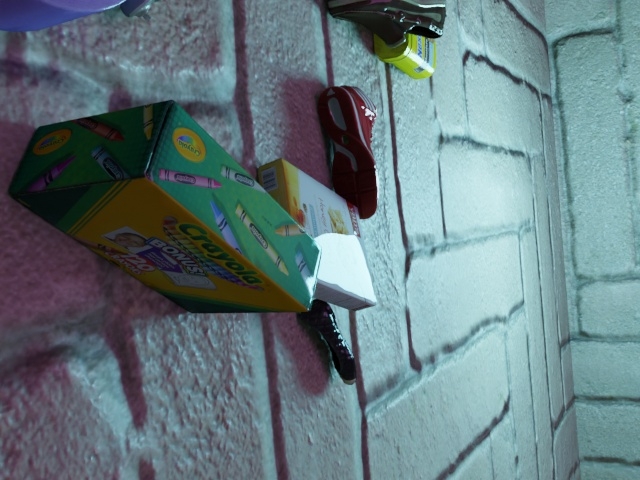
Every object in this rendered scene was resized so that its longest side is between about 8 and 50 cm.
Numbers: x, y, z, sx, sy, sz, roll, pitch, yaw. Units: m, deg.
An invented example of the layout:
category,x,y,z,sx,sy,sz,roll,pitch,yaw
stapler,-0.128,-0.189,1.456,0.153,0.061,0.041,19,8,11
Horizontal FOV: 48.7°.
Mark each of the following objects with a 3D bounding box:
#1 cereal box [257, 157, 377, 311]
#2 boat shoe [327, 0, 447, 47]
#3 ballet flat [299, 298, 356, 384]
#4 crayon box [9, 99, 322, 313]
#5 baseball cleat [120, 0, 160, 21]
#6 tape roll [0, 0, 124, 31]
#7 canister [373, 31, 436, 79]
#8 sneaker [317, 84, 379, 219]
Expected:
category,x,y,z,sx,sy,sz,roll,pitch,yaw
cereal box,0.000,0.000,1.033,0.240,0.047,0.173,25,50,-57
boat shoe,0.127,-0.386,1.233,0.257,0.095,0.095,-12,102,-33
ballet flat,0.013,0.159,1.087,0.049,0.057,0.173,-32,121,-13
crayon box,-0.136,-0.016,0.704,0.278,0.165,0.081,45,49,-49
baseball cleat,-0.188,-0.328,0.768,0.109,0.072,0.206,46,41,-30
tape roll,-0.261,-0.324,0.597,0.274,0.090,0.275,15,72,-59
canister,0.171,-0.398,1.401,0.170,0.073,0.126,6,82,-62
sneaker,0.073,-0.154,1.182,0.128,0.087,0.221,-33,116,-56
